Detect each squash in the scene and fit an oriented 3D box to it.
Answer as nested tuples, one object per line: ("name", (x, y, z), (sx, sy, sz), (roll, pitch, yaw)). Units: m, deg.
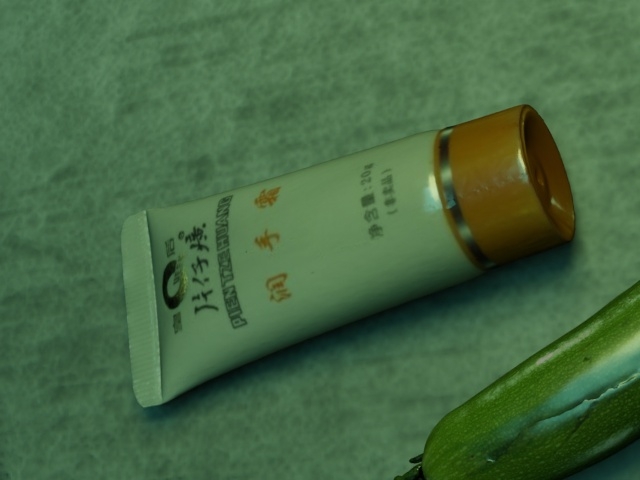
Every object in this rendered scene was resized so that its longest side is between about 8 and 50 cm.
("squash", (0.168, 0.066, 0.672), (0.318, 0.071, 0.080), (-41, 62, 10))

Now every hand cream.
("hand cream", (0.000, 0.000, 0.770), (0.314, 0.089, 0.140), (-22, 65, 27))
